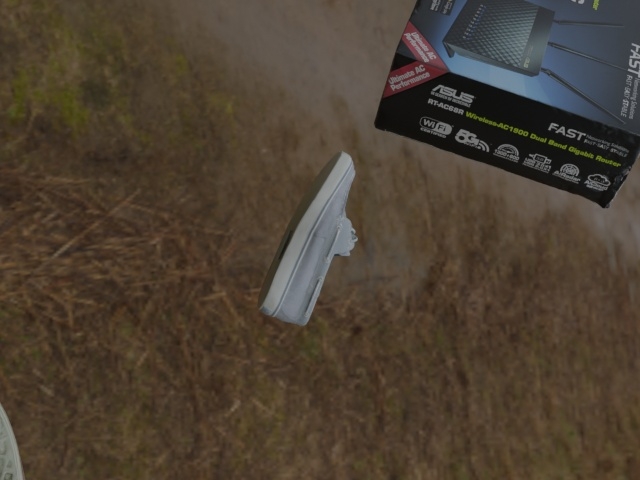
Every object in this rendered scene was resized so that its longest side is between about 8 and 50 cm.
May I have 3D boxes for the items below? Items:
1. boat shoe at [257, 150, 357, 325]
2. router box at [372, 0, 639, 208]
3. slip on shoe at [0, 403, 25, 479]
[{"bbox_3d":[0.000,0.001,1.261,0.081,0.079,0.227,27,85,-13],"label":"boat shoe"},{"bbox_3d":[0.082,-0.079,0.387,0.038,0.092,0.122,106,5,-50],"label":"router box"},{"bbox_3d":[-0.254,0.211,0.710,0.123,0.101,0.331,-31,97,-29],"label":"slip on shoe"}]
